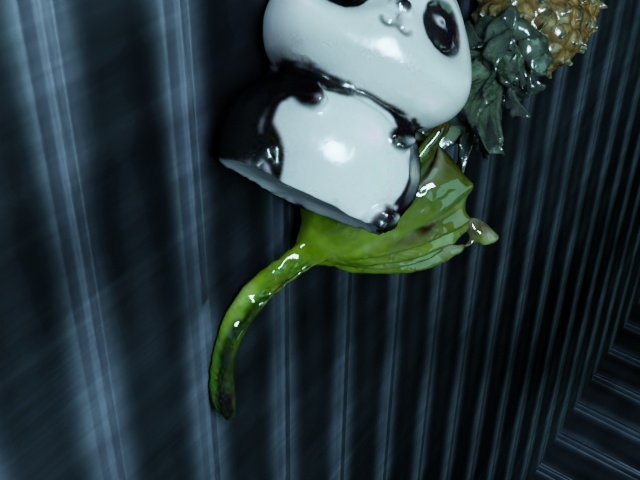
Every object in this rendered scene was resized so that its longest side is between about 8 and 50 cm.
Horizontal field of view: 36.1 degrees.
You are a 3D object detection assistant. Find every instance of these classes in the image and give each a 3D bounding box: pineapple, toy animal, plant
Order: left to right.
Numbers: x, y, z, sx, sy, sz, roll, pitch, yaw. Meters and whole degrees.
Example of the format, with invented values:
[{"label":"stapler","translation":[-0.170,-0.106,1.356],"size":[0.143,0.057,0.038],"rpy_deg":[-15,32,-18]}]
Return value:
[{"label":"plant","translation":[0.020,0.015,0.968],"size":[0.333,0.180,0.251],"rpy_deg":[-49,138,-27]},{"label":"toy animal","translation":[0.026,-0.136,0.842],"size":[0.235,0.187,0.165],"rpy_deg":[-64,-166,3]},{"label":"pineapple","translation":[0.199,-0.210,1.129],"size":[0.364,0.165,0.166],"rpy_deg":[-48,148,-36]}]
